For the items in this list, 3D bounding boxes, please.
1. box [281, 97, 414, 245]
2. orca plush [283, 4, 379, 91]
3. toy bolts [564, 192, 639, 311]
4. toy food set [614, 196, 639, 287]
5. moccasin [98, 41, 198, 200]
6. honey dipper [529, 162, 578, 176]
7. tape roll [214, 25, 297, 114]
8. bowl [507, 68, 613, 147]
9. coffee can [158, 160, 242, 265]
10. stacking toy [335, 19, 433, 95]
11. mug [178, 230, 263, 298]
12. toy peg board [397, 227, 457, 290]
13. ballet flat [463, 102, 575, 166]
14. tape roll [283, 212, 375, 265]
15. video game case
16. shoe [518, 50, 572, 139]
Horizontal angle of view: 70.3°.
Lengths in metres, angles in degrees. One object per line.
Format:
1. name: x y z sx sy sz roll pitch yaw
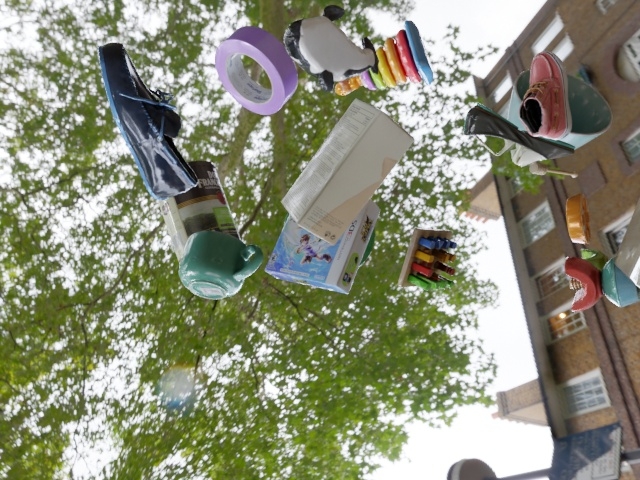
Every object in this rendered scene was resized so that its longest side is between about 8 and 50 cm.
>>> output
1. box: 0.058 -0.162 1.070 0.121 0.311 0.148 30 -166 -32
2. orca plush: 0.008 -0.387 0.913 0.102 0.151 0.287 15 -147 33
3. toy bolts: 0.552 0.024 0.835 0.228 0.158 0.218 -35 -68 -49
4. toy food set: 0.301 -0.064 0.314 0.092 0.219 0.306 21 -169 27
5. moccasin: -0.336 -0.238 0.922 0.117 0.342 0.137 -13 -128 -6
6. honey dipper: 0.651 -0.190 1.259 0.161 0.030 0.030 5 -124 -22
7. tape roll: -0.215 -0.561 1.517 0.275 0.275 0.090 35 -119 0
8. bowl: 0.730 -0.386 1.448 0.312 0.163 0.311 4 -125 -6
9. coffee can: -0.374 -0.076 1.390 0.201 0.201 0.275 -16 -99 -34
10. stacking toy: 0.181 -0.526 1.409 0.175 0.302 0.165 8 -114 -65
11. mug: -0.202 0.051 0.883 0.129 0.158 0.097 25 -126 -25
12. toy peg board: 0.303 0.057 1.198 0.161 0.160 0.079 1 -161 -43
13. ballet flat: 0.487 -0.249 1.142 0.280 0.096 0.095 24 -157 1
14. tape roll: 0.029 -0.022 1.612 0.321 0.077 0.321 3 -110 -8
15. video game case: 0.000 0.000 1.219 0.061 0.269 0.244 40 -114 -43
16. shoe: 0.418 -0.279 0.860 0.081 0.063 0.178 -3 -98 -28
